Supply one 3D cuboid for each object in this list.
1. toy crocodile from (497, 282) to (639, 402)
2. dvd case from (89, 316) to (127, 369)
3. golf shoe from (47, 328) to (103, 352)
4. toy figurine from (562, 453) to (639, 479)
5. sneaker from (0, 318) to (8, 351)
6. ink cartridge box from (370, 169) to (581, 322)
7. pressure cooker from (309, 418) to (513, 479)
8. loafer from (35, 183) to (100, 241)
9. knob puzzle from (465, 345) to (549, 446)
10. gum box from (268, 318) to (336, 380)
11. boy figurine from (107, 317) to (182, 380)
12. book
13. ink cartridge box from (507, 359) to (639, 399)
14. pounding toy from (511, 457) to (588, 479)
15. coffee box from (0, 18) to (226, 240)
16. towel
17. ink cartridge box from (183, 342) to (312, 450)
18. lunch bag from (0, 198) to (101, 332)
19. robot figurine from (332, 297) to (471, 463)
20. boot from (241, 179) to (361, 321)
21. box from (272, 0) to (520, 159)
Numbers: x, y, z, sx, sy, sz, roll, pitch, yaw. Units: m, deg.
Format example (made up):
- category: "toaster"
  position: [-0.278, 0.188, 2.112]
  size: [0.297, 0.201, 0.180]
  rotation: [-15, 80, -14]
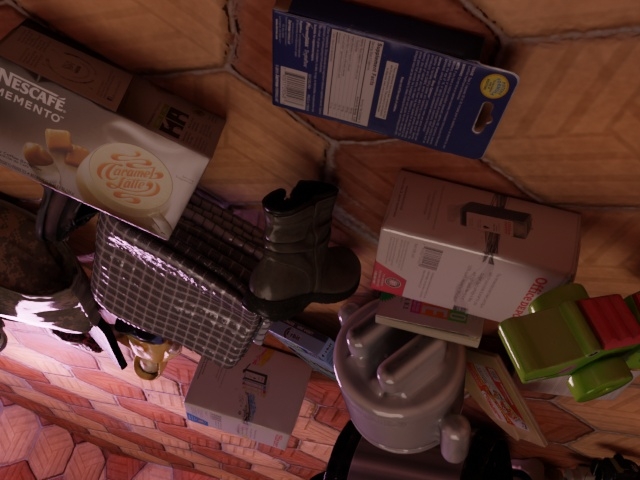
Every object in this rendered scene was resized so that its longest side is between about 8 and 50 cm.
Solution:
- category: "toy crocodile"
  position: [0.338, 0.099, 0.764]
  size: [0.340, 0.115, 0.105]
  rotation: [1, 145, -26]
- category: "dvd case"
  position: [-0.494, 0.176, 1.523]
  size: [0.180, 0.022, 0.253]
  rotation: [44, 156, 15]
- category: "golf shoe"
  position: [-0.610, 0.224, 1.716]
  size: [0.085, 0.068, 0.186]
  rotation: [-4, 145, 38]
- category: "toy figurine"
  position: [0.607, 0.553, 1.440]
  size: [0.148, 0.213, 0.210]
  rotation: [6, 153, -7]
- category: "sneaker"
  position: [-0.606, 0.154, 1.243]
  size: [0.091, 0.094, 0.258]
  rotation: [4, 168, -15]
- category: "ink cartridge box"
  position: [0.181, 0.016, 0.850]
  size: [0.217, 0.092, 0.159]
  rotation: [16, 151, 7]
- category: "pressure cooker"
  position: [0.187, 0.573, 1.568]
  size: [0.420, 0.376, 0.370]
  rotation: [3, 132, 27]
- category: "loafer"
  position: [-0.345, -0.065, 1.009]
  size: [0.095, 0.109, 0.302]
  rotation: [21, 149, -13]
- category: "knob puzzle"
  position: [0.296, 0.250, 1.192]
  size: [0.213, 0.030, 0.213]
  rotation: [52, 164, 21]
- category: "gum box"
  position: [0.000, 0.212, 1.312]
  size: [0.157, 0.041, 0.184]
  rotation: [20, 160, 44]
- category: "boy figurine"
  position: [-0.394, 0.226, 1.571]
  size: [0.177, 0.092, 0.285]
  rotation: [18, 148, 1]
- category: "book"
  position: [0.157, 0.085, 0.983]
  size: [0.144, 0.096, 0.035]
  rotation: [12, 149, 10]
- category: "ink cartridge box"
  position: [0.399, 0.206, 1.131]
  size: [0.179, 0.045, 0.145]
  rotation: [4, 150, 6]
- category: "pounding toy"
  position: [0.519, 0.609, 1.646]
  size: [0.154, 0.154, 0.269]
  rotation: [29, 151, -19]
- category: "coffee box"
  position: [-0.253, -0.123, 0.806]
  size: [0.246, 0.098, 0.141]
  rotation: [26, 126, -15]
- category: "towel"
  position: [-0.197, 0.058, 1.036]
  size: [0.283, 0.121, 0.235]
  rotation: [29, 137, 2]
- category: "ink cartridge box"
  position: [-0.153, 0.326, 1.520]
  size: [0.232, 0.168, 0.171]
  rotation: [18, 153, 1]
- category: "lunch bag"
  position: [-0.530, 0.053, 1.257]
  size: [0.286, 0.169, 0.235]
  rotation: [22, 154, 1]
- category: "robot figurine"
  position: [0.130, 0.221, 1.132]
  size: [0.300, 0.199, 0.353]
  rotation: [51, 168, 31]
- category: "boot"
  position: [0.000, 0.000, 0.906]
  size: [0.083, 0.246, 0.161]
  rotation: [25, 112, 24]
- category: "box"
  position: [0.065, -0.154, 0.673]
  size: [0.225, 0.037, 0.136]
  rotation: [17, 152, 5]
